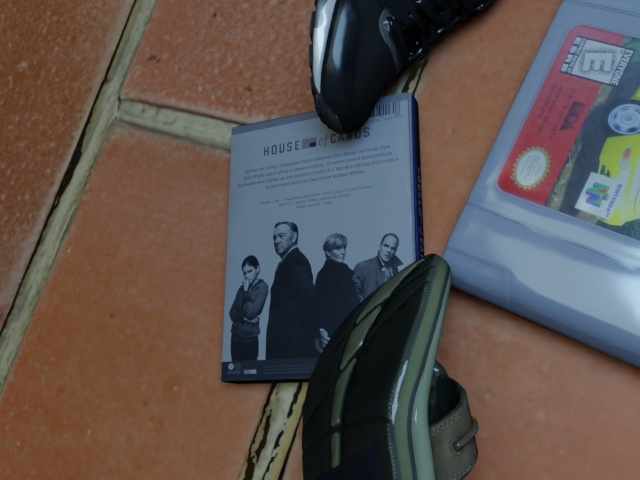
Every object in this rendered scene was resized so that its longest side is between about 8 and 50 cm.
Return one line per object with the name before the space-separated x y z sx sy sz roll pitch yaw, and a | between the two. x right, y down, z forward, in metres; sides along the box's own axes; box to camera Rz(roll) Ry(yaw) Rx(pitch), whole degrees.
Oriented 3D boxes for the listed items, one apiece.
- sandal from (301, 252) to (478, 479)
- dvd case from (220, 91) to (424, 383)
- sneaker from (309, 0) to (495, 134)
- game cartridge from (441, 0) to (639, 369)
sandal | 0.049 0.142 0.452 0.120 0.086 0.302 -36 34 43
dvd case | 0.000 0.000 0.607 0.180 0.030 0.238 -6 72 24
sneaker | 0.087 -0.212 0.574 0.124 0.107 0.283 16 76 21
game cartridge | 0.231 -0.066 0.506 0.196 0.060 0.294 24 87 25
